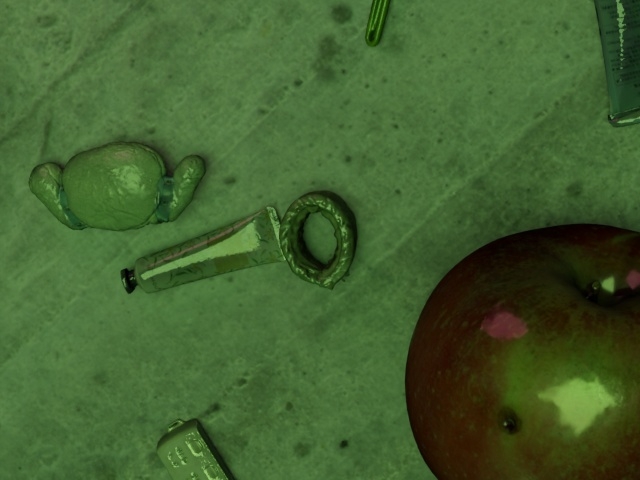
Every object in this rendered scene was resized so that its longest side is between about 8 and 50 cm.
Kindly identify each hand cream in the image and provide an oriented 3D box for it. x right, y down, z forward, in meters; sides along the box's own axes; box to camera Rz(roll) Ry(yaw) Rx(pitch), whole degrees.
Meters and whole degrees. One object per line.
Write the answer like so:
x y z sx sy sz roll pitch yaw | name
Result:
0.323 -0.251 1.700 0.088 0.055 0.256 -15 98 4 | hand cream
-0.135 0.019 1.832 0.194 0.042 0.067 -18 94 8 | hand cream

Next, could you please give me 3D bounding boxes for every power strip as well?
-0.110 0.324 1.882 0.060 0.027 0.253 -31 92 13 | power strip

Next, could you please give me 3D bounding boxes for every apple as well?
0.260 0.143 1.632 0.348 0.348 0.277 9 119 9 | apple

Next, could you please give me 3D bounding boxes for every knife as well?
0.078 -0.302 1.752 0.022 0.026 0.184 28 109 45 | knife

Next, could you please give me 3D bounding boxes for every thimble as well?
0.000 0.000 1.792 0.084 0.062 0.110 -15 96 11 | thimble

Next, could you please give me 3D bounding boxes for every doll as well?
-0.232 -0.060 1.819 0.214 0.071 0.103 -5 97 14 | doll
